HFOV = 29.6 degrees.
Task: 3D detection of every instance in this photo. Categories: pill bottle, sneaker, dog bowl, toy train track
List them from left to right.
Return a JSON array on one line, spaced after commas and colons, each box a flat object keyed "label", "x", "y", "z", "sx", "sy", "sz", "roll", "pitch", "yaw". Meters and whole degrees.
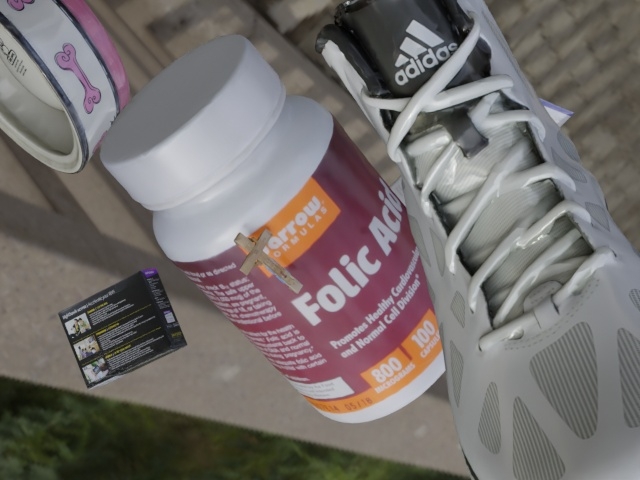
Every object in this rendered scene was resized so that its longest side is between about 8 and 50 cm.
[{"label": "dog bowl", "x": -0.498, "y": -0.319, "z": 2.100, "sx": 0.150, "sy": 0.408, "sz": 0.408, "roll": -44, "pitch": 153, "yaw": -23}, {"label": "toy train track", "x": -0.051, "y": 0.021, "z": 1.138, "sx": 0.083, "sy": 0.014, "sz": 0.048, "roll": 41, "pitch": 67, "yaw": -23}, {"label": "pill bottle", "x": -0.031, "y": -0.009, "z": 1.269, "sx": 0.224, "sy": 0.224, "sz": 0.392, "roll": -41, "pitch": 117, "yaw": 0}, {"label": "sneaker", "x": 0.087, "y": -0.017, "z": 0.722, "sx": 0.169, "sy": 0.447, "sz": 0.257, "roll": -33, "pitch": 115, "yaw": 12}]

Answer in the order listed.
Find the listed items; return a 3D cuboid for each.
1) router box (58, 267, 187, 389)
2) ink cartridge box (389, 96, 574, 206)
[{"label": "router box", "x": -0.308, "y": 0.137, "z": 1.881, "sx": 0.179, "sy": 0.133, "sz": 0.046, "roll": -26, "pitch": 174, "yaw": 25}, {"label": "ink cartridge box", "x": 0.171, "y": -0.071, "z": 1.648, "sx": 0.371, "sy": 0.069, "sz": 0.176, "roll": -44, "pitch": 160, "yaw": 20}]
